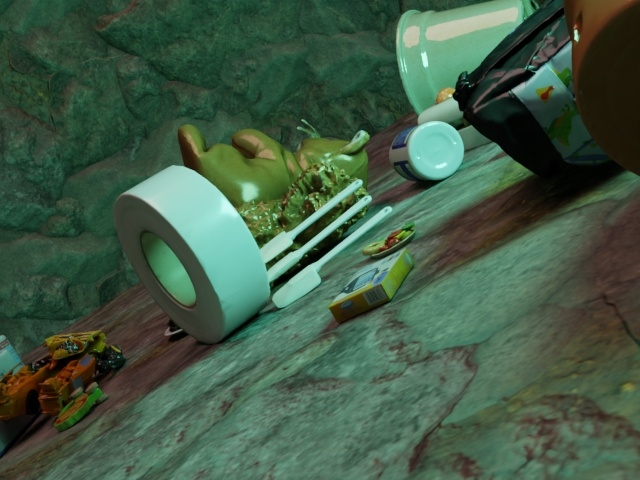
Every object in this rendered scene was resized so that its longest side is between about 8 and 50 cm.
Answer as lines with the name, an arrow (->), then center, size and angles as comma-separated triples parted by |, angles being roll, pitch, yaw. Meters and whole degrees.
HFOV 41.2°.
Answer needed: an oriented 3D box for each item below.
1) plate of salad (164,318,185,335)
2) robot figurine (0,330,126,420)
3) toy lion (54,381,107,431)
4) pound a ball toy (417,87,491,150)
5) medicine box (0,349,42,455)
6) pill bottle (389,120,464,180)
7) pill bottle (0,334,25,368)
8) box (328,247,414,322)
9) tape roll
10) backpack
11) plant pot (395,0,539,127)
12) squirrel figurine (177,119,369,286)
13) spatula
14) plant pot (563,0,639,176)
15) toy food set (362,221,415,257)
plate of salad -> -0.226, 0.123, 1.669 | 0.200, 0.048, 0.200 | -30, 8, 5
robot figurine -> -0.499, 0.250, 1.626 | 0.211, 0.085, 0.291 | -7, 15, 9
toy lion -> -0.415, 0.287, 1.443 | 0.100, 0.034, 0.096 | -22, 19, 49
pound a ball toy -> 0.348, -0.296, 1.812 | 0.208, 0.136, 0.319 | -35, 9, -25
medicine box -> -0.717, 0.368, 1.613 | 0.289, 0.149, 0.263 | -31, 8, 5
pill bottle -> 0.200, -0.172, 1.678 | 0.112, 0.112, 0.186 | -32, 9, -8
pill bottle -> -0.752, 0.313, 2.036 | 0.087, 0.160, 0.087 | -31, 8, 5
box -> 0.069, 0.053, 1.086 | 0.081, 0.028, 0.136 | -27, 11, 27
tape roll -> -0.211, 0.023, 1.376 | 0.100, 0.286, 0.286 | -36, 9, -28
backpack -> 0.370, -0.233, 1.052 | 0.355, 0.273, 0.290 | -51, 0, 15
plant pot -> 0.401, -0.457, 2.123 | 0.305, 0.334, 0.334 | -12, 17, 32
squirrel figurine -> -0.048, -0.077, 1.656 | 0.370, 0.281, 0.397 | -14, 32, -22
spatula -> 0.000, 0.000, 1.397 | 0.242, 0.019, 0.168 | -37, 33, -4
plant pot -> 0.338, -0.180, 0.723 | 0.291, 0.291, 0.203 | -23, 27, 46
toy food set -> 0.108, 0.000, 1.291 | 0.082, 0.020, 0.083 | -35, 9, -30
